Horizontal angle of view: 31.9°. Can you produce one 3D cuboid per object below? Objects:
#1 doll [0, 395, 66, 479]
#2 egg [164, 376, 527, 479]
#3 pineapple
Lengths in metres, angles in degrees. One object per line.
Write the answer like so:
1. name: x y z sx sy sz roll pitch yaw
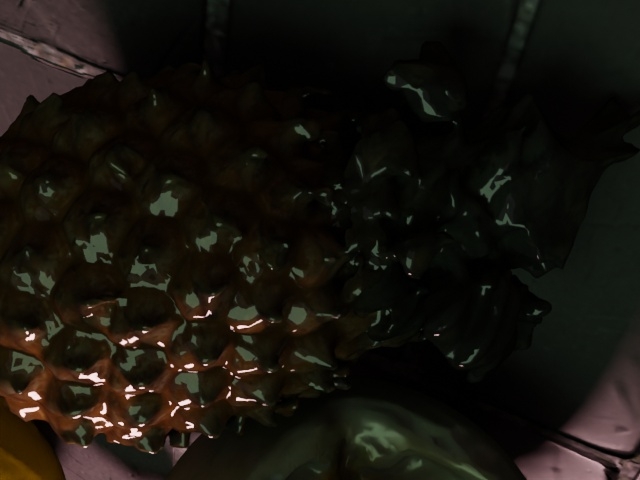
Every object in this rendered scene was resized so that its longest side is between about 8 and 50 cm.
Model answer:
1. doll: -0.322 0.256 1.065 0.348 0.161 0.423 30 142 -20
2. egg: 0.012 0.240 0.754 0.278 0.278 0.336 28 154 2
3. pineapple: 0.000 0.002 0.596 0.357 0.223 0.223 -7 128 21
